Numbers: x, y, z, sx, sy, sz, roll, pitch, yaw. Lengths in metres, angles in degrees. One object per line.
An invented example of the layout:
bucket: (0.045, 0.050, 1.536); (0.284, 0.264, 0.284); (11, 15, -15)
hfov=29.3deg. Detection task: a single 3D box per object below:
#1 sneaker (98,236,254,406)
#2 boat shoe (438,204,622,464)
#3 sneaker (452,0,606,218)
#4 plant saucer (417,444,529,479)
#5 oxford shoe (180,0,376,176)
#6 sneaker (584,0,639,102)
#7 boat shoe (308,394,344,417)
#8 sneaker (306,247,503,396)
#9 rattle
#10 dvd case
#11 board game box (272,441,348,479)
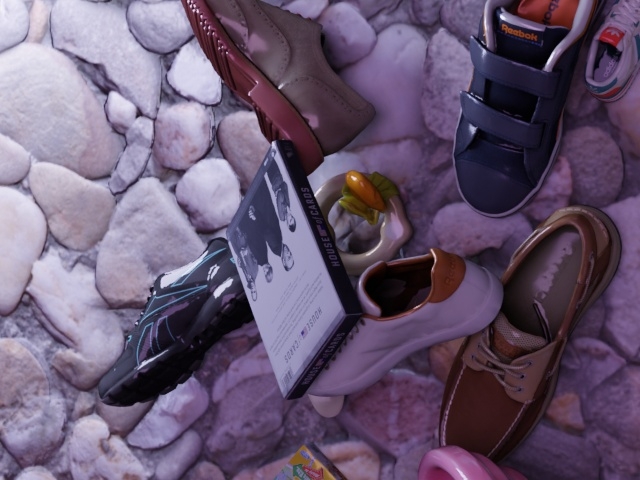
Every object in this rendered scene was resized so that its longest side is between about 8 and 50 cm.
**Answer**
sneaker: (-0.183, 0.107, 1.549); (0.267, 0.101, 0.106); (-40, 64, 9)
boat shoe: (0.213, 0.104, 1.347); (0.122, 0.120, 0.324); (28, 100, 22)
sneaker: (0.217, -0.180, 1.348); (0.126, 0.127, 0.321); (21, 99, 21)
plant saucer: (0.198, 0.368, 1.276); (0.084, 0.332, 0.332); (-16, 81, -11)
oxford shoe: (-0.064, -0.238, 1.500); (0.130, 0.123, 0.348); (-33, 73, -8)
sneaker: (0.331, -0.228, 1.323); (0.057, 0.075, 0.161); (29, 101, 22)
boat shoe: (0.000, 0.149, 1.487); (0.049, 0.042, 0.133); (-17, 82, 2)
sneaker: (0.052, 0.080, 1.357); (0.290, 0.123, 0.106); (-31, 42, 34)
rattle: (0.000, 0.000, 1.438); (0.200, 0.143, 0.130); (-23, 98, 16)
dvd case: (-0.036, 0.033, 1.388); (0.179, 0.029, 0.238); (-57, 46, 46)
board game box: (0.005, 0.336, 1.488); (0.154, 0.026, 0.103); (44, 106, 18)
